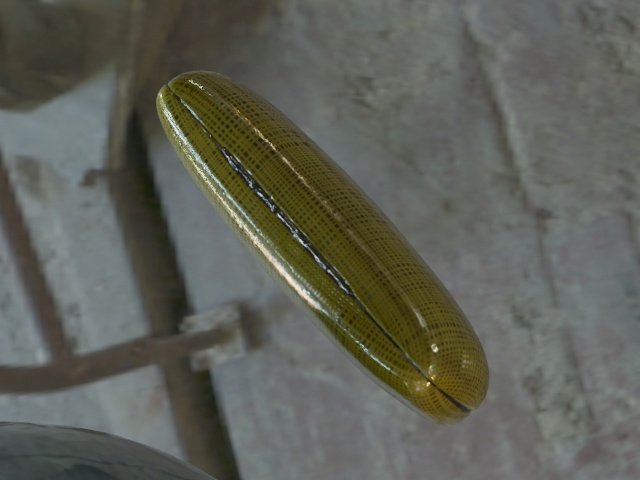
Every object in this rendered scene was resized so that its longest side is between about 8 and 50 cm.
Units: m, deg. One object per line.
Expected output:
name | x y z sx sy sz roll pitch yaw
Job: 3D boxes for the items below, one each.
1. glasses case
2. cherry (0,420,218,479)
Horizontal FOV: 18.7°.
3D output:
glasses case | 0.000 0.000 0.956 0.064 0.079 0.234 -45 59 6
cherry | -0.149 0.200 0.969 0.255 0.296 0.218 -5 72 33
